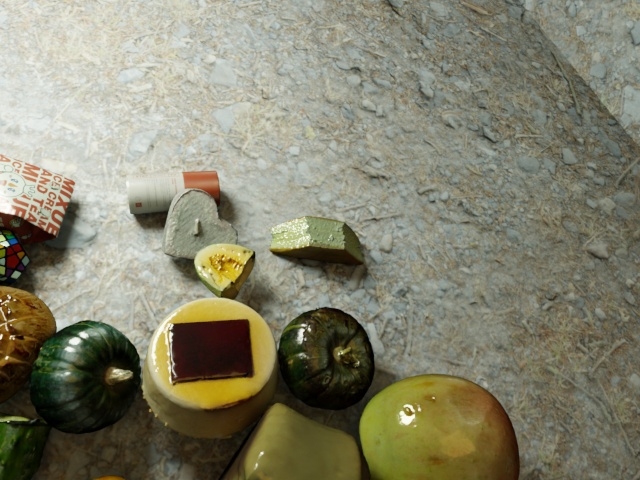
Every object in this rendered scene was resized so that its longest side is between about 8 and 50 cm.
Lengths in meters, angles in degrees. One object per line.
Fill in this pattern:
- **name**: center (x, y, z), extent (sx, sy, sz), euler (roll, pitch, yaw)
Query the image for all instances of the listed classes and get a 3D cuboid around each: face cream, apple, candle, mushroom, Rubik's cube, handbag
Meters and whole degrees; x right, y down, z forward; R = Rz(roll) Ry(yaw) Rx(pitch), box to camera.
- **face cream**: center (-0.362, -0.121, 1.225), extent (0.214, 0.096, 0.095), euler (-6, 69, -19)
- **apple**: center (0.235, 0.447, 1.032), extent (0.305, 0.338, 0.338), euler (-2, 68, -1)
- **candle**: center (-0.300, -0.020, 1.180), extent (0.169, 0.068, 0.192), euler (-35, 109, -14)
- **mushroom**: center (-0.659, 0.203, 0.976), extent (0.254, 0.153, 0.253), euler (3, 61, -6)
- **Rubik's cube**: center (-0.687, 0.039, 1.045), extent (0.133, 0.133, 0.111), euler (-5, 65, -18)
- **handbag**: center (-0.713, -0.102, 1.088), extent (0.298, 0.151, 0.171), euler (7, 60, -17)

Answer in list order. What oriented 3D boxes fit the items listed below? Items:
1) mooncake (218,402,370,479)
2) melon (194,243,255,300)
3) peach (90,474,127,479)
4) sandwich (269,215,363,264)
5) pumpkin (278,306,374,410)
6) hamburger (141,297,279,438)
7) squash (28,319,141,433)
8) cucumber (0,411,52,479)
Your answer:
- **mooncake**: center (-0.086, 0.501, 0.871), extent (0.246, 0.394, 0.393), euler (29, 63, -4)
- **melon**: center (-0.229, 0.072, 1.145), extent (0.128, 0.079, 0.160), euler (32, 40, 2)
- **peach**: center (-0.410, 0.515, 0.921), extent (0.138, 0.138, 0.138), euler (6, 66, -14)
- **sandwich**: center (0.000, 0.000, 1.284), extent (0.258, 0.096, 0.094), euler (7, 61, -16)
- **pumpkin**: center (0.020, 0.260, 1.114), extent (0.238, 0.159, 0.237), euler (22, 56, -37)
- **hamburger**: center (-0.223, 0.263, 1.040), extent (0.302, 0.170, 0.301), euler (8, 50, -9)
- **squash**: center (-0.455, 0.265, 0.975), extent (0.218, 0.173, 0.218), euler (8, 78, -41)
- **cucumber**: center (-0.597, 0.441, 0.909), extent (0.135, 0.134, 0.244), euler (14, 74, -10)
